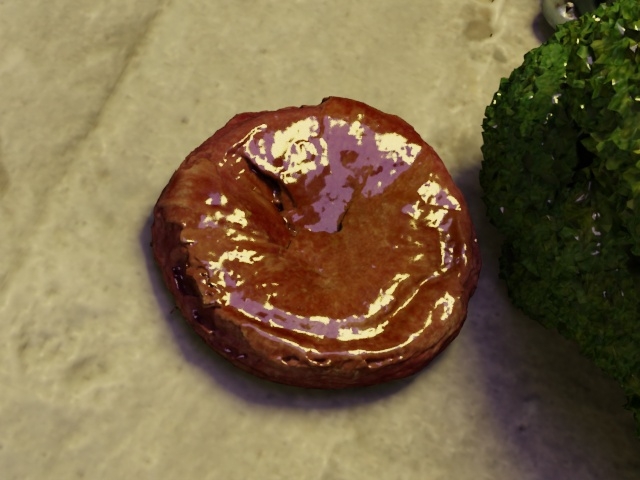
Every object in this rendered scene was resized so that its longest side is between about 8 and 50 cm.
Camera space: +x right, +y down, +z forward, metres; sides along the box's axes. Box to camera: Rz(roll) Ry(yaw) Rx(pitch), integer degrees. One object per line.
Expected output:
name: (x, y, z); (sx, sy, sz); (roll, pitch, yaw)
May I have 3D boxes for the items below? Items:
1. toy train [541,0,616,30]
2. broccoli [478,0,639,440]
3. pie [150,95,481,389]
toy train: (0.193, -0.199, 1.093); (0.127, 0.089, 0.219); (-7, 60, -30)
broccoli: (0.278, -0.010, 0.877); (0.413, 0.310, 0.321); (-11, 49, 19)
pie: (0.000, 0.000, 0.940); (0.182, 0.049, 0.182); (4, 60, -7)
